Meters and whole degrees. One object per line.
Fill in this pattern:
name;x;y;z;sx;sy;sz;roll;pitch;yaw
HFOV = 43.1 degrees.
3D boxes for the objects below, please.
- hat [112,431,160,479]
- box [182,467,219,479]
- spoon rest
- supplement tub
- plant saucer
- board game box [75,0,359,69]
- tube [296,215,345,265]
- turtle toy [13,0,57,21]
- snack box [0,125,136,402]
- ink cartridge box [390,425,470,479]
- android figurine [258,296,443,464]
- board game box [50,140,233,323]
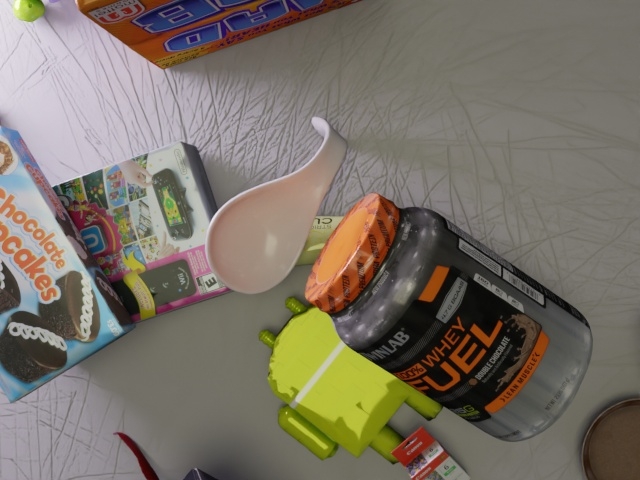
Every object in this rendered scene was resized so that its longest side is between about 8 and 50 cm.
hat;-0.186;0.390;1.210;0.172;0.183;0.209;-18;119;-14
box;-0.171;0.543;1.116;0.318;0.097;0.395;39;94;-28
spoon rest;-0.051;-0.052;1.109;0.137;0.084;0.276;41;75;-26
supplement tub;0.162;0.096;1.050;0.338;0.207;0.207;33;94;-12
plant saucer;0.456;0.307;1.161;0.168;0.029;0.169;0;91;4
board game box;-0.132;-0.466;1.006;0.356;0.356;0.357;-18;90;4
tube;0.000;0.000;1.164;0.240;0.070;0.062;-2;121;7
turtle toy;-0.404;-0.376;1.171;0.095;0.066;0.130;42;97;24
snack box;-0.414;0.031;1.095;0.187;0.060;0.322;-32;89;4
ink cartridge box;0.157;0.321;1.154;0.063;0.029;0.115;-41;119;2
android figurine;0.038;0.193;1.169;0.272;0.056;0.248;37;95;-1
board game box;-0.293;0.013;1.165;0.303;0.097;0.224;-19;91;5
